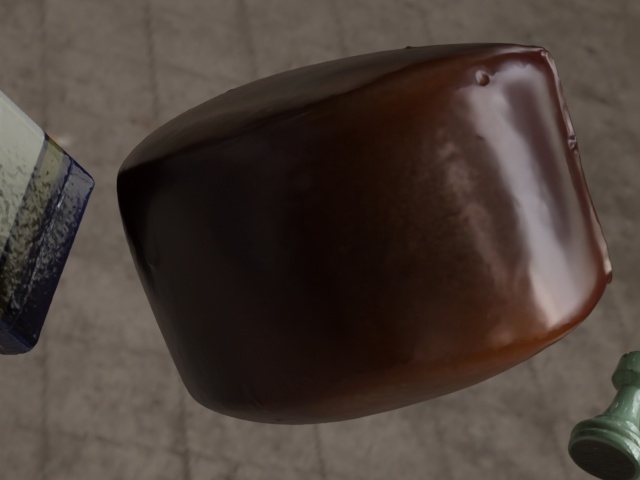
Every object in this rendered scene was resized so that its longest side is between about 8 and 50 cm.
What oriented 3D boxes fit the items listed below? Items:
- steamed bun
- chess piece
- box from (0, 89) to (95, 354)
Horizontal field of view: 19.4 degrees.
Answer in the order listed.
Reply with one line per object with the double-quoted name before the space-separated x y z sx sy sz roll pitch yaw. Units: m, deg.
"steamed bun" 0.000 0.000 1.279 0.248 0.235 0.379 -20 7 -27
"chess piece" 0.250 0.142 1.541 0.067 0.067 0.103 25 57 6
"box" -0.282 -0.043 1.399 0.071 0.259 0.168 1 60 30
